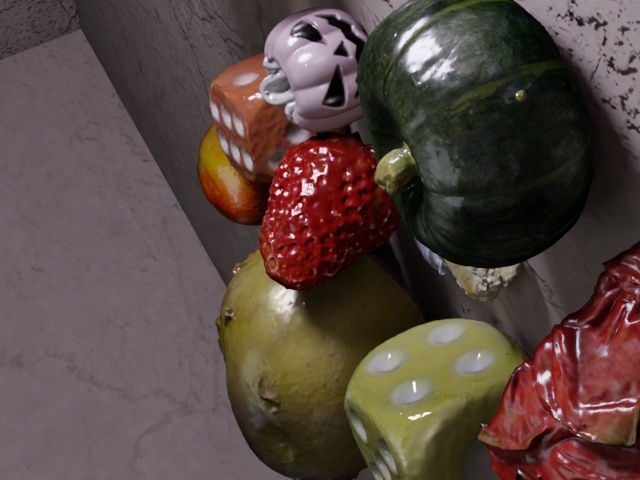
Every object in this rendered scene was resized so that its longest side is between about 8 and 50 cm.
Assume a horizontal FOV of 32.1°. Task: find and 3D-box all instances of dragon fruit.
[{"bbox_3d":[0.314,0.145,1.138,0.240,0.302,0.330,-66,-24,-67],"label":"dragon fruit"}]

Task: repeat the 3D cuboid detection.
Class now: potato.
[{"bbox_3d":[-0.025,0.214,1.840,0.385,0.319,0.442,17,145,39],"label":"potato"}]

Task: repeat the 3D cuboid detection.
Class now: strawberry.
[{"bbox_3d":[0.003,-0.032,1.622,0.205,0.244,0.205,27,157,12],"label":"strawberry"}]

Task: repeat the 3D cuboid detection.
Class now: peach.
[{"bbox_3d":[-0.120,-0.137,2.049,0.231,0.231,0.231,57,163,28],"label":"peach"}]

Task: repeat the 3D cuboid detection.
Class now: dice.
[{"bbox_3d":[0.185,0.263,1.586,0.233,0.238,0.226,35,148,61],"label":"dice"},{"bbox_3d":[-0.075,-0.208,1.833,0.175,0.179,0.174,-134,28,-55],"label":"dice"}]

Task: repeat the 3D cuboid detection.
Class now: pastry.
[{"bbox_3d":[0.176,-0.040,1.446,0.258,0.089,0.121,61,153,2],"label":"pastry"}]

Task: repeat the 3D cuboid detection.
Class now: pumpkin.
[{"bbox_3d":[0.150,-0.115,1.162,0.300,0.207,0.300,160,90,-83],"label":"pumpkin"}]

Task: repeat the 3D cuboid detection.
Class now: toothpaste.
[{"bbox_3d":[0.156,-0.011,1.626,0.234,0.057,0.089,-127,20,-62],"label":"toothpaste"}]

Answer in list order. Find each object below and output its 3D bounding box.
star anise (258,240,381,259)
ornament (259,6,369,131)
[{"bbox_3d":[0.007,-0.004,1.943,0.346,0.148,0.237,-14,102,58],"label":"star anise"},{"bbox_3d":[-0.006,-0.241,1.590,0.177,0.177,0.177,57,163,28],"label":"ornament"}]
